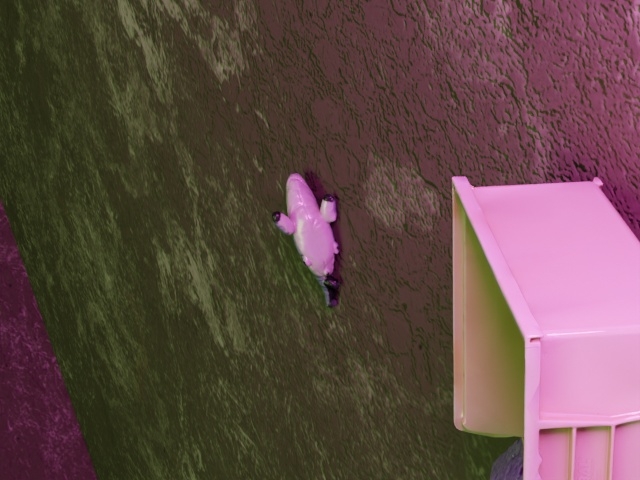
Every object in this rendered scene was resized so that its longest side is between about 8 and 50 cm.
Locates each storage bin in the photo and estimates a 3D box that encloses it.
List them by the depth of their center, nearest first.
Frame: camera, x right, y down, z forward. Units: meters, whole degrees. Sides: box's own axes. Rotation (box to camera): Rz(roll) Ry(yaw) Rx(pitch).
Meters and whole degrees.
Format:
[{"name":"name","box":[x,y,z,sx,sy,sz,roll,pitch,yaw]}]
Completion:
[{"name":"storage bin","box":[0.181,0.116,0.905,0.262,0.123,0.260,-101,8,-65]}]

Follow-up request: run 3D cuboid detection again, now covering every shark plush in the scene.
[{"name":"shark plush","box":[0.000,0.000,1.405,0.161,0.073,0.067,60,178,-20]}]

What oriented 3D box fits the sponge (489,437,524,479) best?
[{"name":"sponge","box":[0.181,0.277,1.081,0.117,0.031,0.210,121,165,-53]}]
